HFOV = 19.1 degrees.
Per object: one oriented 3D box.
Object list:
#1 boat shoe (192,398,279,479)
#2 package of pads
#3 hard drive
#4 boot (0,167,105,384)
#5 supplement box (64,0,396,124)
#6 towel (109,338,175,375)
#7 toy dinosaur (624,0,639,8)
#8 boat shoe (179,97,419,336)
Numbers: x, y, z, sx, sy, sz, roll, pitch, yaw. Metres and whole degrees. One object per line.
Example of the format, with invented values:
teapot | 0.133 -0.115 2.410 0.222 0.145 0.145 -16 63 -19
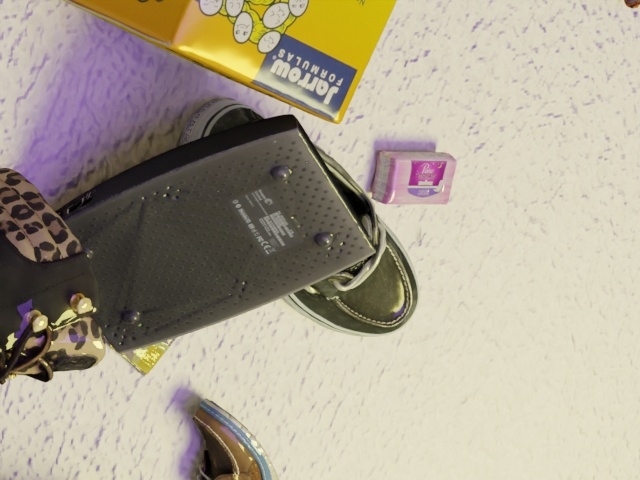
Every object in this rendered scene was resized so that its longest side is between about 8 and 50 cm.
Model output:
boat shoe | -0.081 0.227 1.807 0.066 0.066 0.183 -41 128 -16
package of pads | 0.090 -0.061 1.845 0.083 0.032 0.050 -1 110 -38
hard drive | -0.100 -0.008 1.624 0.254 0.054 0.172 -22 129 15
boot | -0.289 0.115 1.448 0.284 0.377 0.138 -18 156 -38
supplement box | -0.031 -0.307 1.541 0.194 0.195 0.356 21 95 -41
towel | -0.151 0.079 1.729 0.083 0.009 0.060 -49 129 -11
toy dinosaur | 0.335 -0.279 1.944 0.090 0.047 0.082 -25 141 -40
boat shoe | 0.000 0.000 1.741 0.121 0.119 0.335 -54 131 -7
